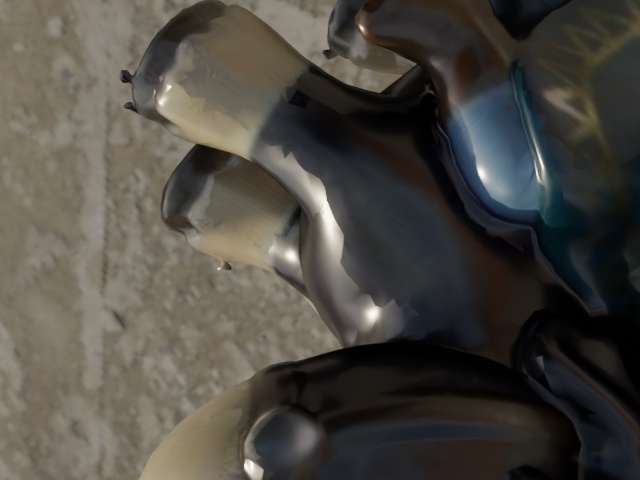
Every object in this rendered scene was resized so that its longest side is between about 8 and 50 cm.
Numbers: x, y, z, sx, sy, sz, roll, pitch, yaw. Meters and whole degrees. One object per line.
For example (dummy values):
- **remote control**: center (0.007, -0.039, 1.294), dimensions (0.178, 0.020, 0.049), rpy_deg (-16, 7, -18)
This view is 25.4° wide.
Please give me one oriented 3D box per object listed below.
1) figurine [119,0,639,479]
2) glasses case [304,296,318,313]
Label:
- **figurine**: center (0.136, 0.032, 0.411), dimensions (0.411, 0.306, 0.241), rpy_deg (12, 136, 1)
- **glasses case**: center (0.000, 0.000, 1.095), dimensions (0.197, 0.076, 0.049), rpy_deg (52, 179, -37)
